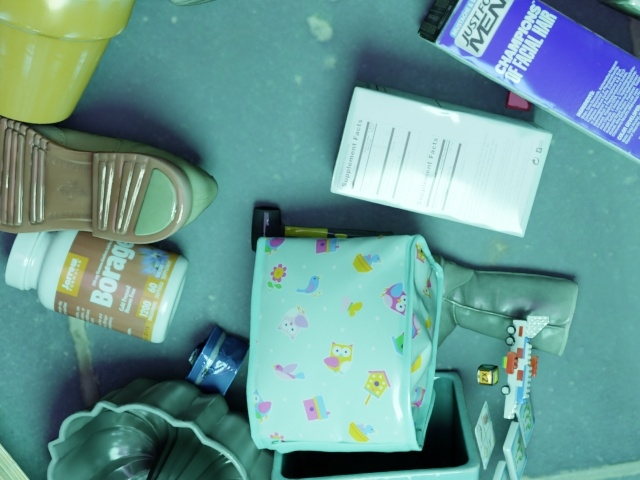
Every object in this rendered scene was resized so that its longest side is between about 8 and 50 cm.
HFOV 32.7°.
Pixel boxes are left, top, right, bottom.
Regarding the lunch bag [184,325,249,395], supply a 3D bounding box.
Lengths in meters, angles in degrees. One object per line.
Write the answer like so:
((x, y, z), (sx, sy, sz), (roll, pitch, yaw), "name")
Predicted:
((-0.142, 0.163, 1.454), (0.065, 0.098, 0.067), (30, 107, -2), "lunch bag")

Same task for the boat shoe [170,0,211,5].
((-0.060, -0.399, 1.324), (0.324, 0.123, 0.116), (-32, 93, 1), "boat shoe")

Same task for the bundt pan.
((-0.189, 0.315, 1.438), (0.331, 0.124, 0.330), (11, 122, 18), "bundt pan")

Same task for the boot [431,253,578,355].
((0.222, 0.119, 1.456), (0.209, 0.076, 0.189), (15, 105, -9), "boot")

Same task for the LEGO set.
((0.249, 0.216, 1.373), (0.060, 0.182, 0.244), (3, 131, 27), "LEGO set")

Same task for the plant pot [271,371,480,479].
((0.078, 0.346, 1.424), (0.248, 0.247, 0.252), (-5, 111, 3), "plant pot")

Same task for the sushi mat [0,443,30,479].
((-0.451, 0.314, 1.492), (0.316, 0.019, 0.151), (54, 142, -10), "sushi mat")

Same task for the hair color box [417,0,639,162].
((0.294, -0.203, 1.309), (0.339, 0.185, 0.110), (27, 102, -8), "hair color box")

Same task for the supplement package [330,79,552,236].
((0.145, -0.106, 1.366), (0.244, 0.139, 0.133), (13, 102, 0), "supplement package")

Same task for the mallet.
((0.000, 0.000, 1.448), (0.190, 0.039, 0.062), (11, 101, -5), "mallet")

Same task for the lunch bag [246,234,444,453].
((0.030, 0.134, 1.349), (0.224, 0.160, 0.262), (-2, 71, 18), "lunch bag")

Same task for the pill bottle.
((-0.290, 0.047, 1.419), (0.216, 0.121, 0.121), (17, 102, -3), "pill bottle")

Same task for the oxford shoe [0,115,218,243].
((-0.321, -0.078, 1.392), (0.397, 0.146, 0.140), (16, 104, 18), "oxford shoe")

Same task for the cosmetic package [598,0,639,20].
((0.456, -0.404, 1.282), (0.113, 0.160, 0.309), (22, 103, -5), "cosmetic package")

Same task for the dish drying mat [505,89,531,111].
((0.262, -0.210, 1.406), (0.032, 0.008, 0.083), (9, 103, -1), "dish drying mat")

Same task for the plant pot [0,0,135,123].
((-0.345, -0.254, 1.327), (0.205, 0.205, 0.187), (21, 118, -3), "plant pot")
